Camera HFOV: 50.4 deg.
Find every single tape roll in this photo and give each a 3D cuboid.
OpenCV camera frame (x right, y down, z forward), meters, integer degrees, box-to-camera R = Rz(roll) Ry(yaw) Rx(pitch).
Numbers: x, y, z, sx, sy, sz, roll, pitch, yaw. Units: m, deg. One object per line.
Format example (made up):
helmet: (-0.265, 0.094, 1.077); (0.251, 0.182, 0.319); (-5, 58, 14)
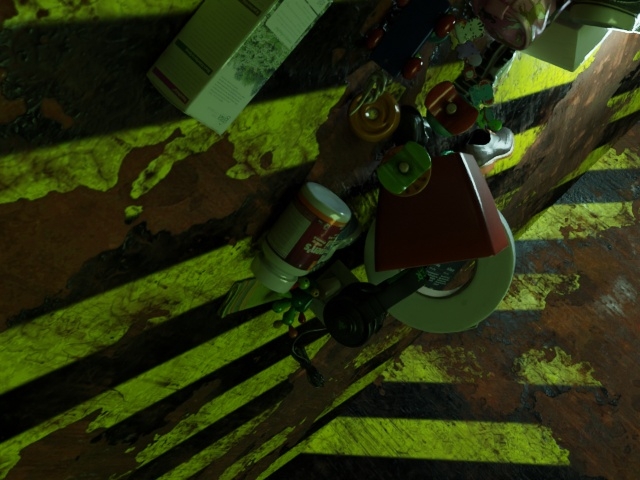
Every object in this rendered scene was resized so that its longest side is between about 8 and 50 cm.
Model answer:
tape roll: (0.306, 0.046, 1.760); (0.392, 0.392, 0.072); (-53, 171, 19)

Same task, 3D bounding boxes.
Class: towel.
towel: (-0.139, 0.120, 1.603); (0.237, 0.021, 0.102); (-11, 142, -54)

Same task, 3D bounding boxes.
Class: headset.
headset: (0.101, 0.199, 1.651); (0.394, 0.185, 0.243); (-32, 178, 15)

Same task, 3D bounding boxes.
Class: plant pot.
plant pot: (0.269, -0.072, 1.580); (0.268, 0.235, 0.267); (-10, -179, 22)

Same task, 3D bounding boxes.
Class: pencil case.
pencil case: (0.471, -0.545, 1.320); (0.386, 0.160, 0.167); (-45, 126, 1)

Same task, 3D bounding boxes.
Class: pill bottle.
pill bottle: (-0.045, -0.004, 1.414); (0.221, 0.121, 0.121); (-53, 157, 19)

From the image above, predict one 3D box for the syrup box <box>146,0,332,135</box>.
syrup box: (-0.105, -0.263, 0.883); (0.237, 0.096, 0.093); (-48, 156, 8)

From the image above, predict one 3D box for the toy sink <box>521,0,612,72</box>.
toy sink: (0.563, -0.514, 1.505); (0.234, 0.153, 0.131); (-45, 148, -16)

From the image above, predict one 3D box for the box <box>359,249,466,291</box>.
box: (0.327, 0.005, 2.008); (0.312, 0.179, 0.343); (-48, 158, 10)

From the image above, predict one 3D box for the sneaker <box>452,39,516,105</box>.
sneaker: (0.379, -0.365, 1.576); (0.208, 0.081, 0.094); (-46, 160, 1)

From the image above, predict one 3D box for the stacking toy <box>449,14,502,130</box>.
stacking toy: (0.299, -0.318, 1.301); (0.052, 0.221, 0.167); (-18, -169, 9)

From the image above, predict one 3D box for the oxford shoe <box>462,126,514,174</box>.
oxford shoe: (0.474, -0.273, 1.892); (0.271, 0.097, 0.098); (-42, 131, -46)

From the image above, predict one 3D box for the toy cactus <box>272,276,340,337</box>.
toy cactus: (-0.030, 0.140, 1.649); (0.181, 0.112, 0.219); (-21, 146, -24)

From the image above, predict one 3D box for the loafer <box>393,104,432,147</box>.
loafer: (0.200, -0.249, 1.486); (0.078, 0.080, 0.220); (-48, 168, -3)

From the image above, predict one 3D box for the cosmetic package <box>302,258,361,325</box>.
cosmetic package: (0.063, 0.172, 1.873); (0.151, 0.151, 0.184); (-44, 158, 1)

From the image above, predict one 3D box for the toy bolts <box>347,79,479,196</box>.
toy bolts: (0.180, -0.221, 1.331); (0.228, 0.218, 0.158); (-37, 177, 7)

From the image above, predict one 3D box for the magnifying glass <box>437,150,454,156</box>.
magnifying glass: (0.297, -0.187, 1.781); (0.231, 0.026, 0.092); (-9, 101, -47)

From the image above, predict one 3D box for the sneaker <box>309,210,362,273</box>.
sneaker: (0.000, 0.000, 1.587); (0.211, 0.080, 0.081); (-39, 136, -15)

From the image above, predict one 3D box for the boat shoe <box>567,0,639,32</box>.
boat shoe: (0.589, -0.493, 1.323); (0.341, 0.127, 0.158); (-21, 127, -52)

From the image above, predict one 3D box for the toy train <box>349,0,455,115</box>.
toy train: (0.140, -0.325, 1.220); (0.248, 0.105, 0.143); (-52, 170, 17)
